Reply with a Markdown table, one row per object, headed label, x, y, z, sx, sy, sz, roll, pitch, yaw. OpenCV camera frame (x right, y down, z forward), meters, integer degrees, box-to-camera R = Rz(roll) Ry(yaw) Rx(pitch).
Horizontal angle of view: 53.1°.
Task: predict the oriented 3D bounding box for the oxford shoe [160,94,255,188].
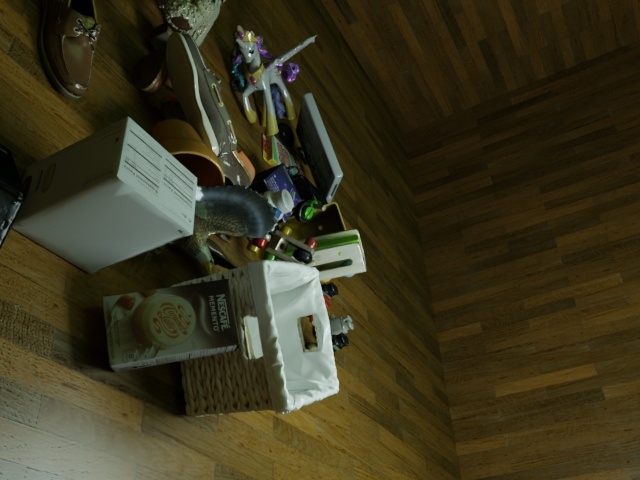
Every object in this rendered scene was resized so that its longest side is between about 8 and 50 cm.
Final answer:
| label | x | y | z | sx | sy | sz | roll | pitch | yaw |
| --- | --- | --- | --- | --- | --- | --- | --- | --- | --- |
| oxford shoe | -0.313 | -0.244 | 1.764 | 0.363 | 0.130 | 0.132 | 47 | 44 | -36 |

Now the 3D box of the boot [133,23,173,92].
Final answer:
| label | x | y | z | sx | sy | sz | roll | pitch | yaw |
| --- | --- | --- | --- | --- | --- | --- | --- | --- | --- |
| boot | -0.400 | -0.438 | 1.767 | 0.283 | 0.109 | 0.220 | -98 | 161 | -45 |

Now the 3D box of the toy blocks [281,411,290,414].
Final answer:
| label | x | y | z | sx | sy | sz | roll | pitch | yaw |
| --- | --- | --- | --- | --- | --- | --- | --- | --- | --- |
| toy blocks | -0.126 | 0.405 | 1.756 | 0.123 | 0.054 | 0.148 | 10 | 63 | -66 |

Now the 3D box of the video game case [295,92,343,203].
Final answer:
| label | x | y | z | sx | sy | sz | roll | pitch | yaw |
| --- | --- | --- | --- | --- | --- | --- | --- | --- | --- |
| video game case | -0.010 | -0.327 | 2.349 | 0.300 | 0.036 | 0.329 | 117 | -46 | -73 |

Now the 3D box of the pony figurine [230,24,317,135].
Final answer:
| label | x | y | z | sx | sy | sz | roll | pitch | yaw |
| --- | --- | --- | --- | --- | --- | --- | --- | --- | --- |
| pony figurine | -0.180 | -0.584 | 2.229 | 0.351 | 0.303 | 0.363 | -51 | 135 | -55 |

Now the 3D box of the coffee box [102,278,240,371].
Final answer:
| label | x | y | z | sx | sy | sz | roll | pitch | yaw |
| --- | --- | --- | --- | --- | --- | --- | --- | --- | --- |
| coffee box | -0.295 | 0.168 | 1.278 | 0.098 | 0.246 | 0.141 | 120 | -41 | -68 |

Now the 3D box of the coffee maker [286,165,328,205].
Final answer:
| label | x | y | z | sx | sy | sz | roll | pitch | yaw |
| --- | --- | --- | --- | --- | --- | --- | --- | --- | --- |
| coffee maker | -0.048 | -0.162 | 2.308 | 0.178 | 0.120 | 0.171 | 37 | 53 | -66 |

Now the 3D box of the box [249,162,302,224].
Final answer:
| label | x | y | z | sx | sy | sz | roll | pitch | yaw |
| --- | --- | --- | --- | --- | --- | --- | --- | --- | --- |
| box | -0.160 | -0.141 | 2.060 | 0.153 | 0.108 | 0.207 | 64 | 23 | -15 |

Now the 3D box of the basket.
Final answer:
| label | x | y | z | sx | sy | sz | roll | pitch | yaw |
| --- | --- | --- | --- | --- | --- | --- | --- | --- | --- |
| basket | -0.150 | 0.234 | 1.505 | 0.331 | 0.266 | 0.328 | 17 | 61 | -69 |

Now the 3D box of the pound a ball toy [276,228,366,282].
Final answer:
| label | x | y | z | sx | sy | sz | roll | pitch | yaw |
| --- | --- | --- | --- | --- | --- | --- | --- | --- | --- |
| pound a ball toy | -0.023 | 0.090 | 1.981 | 0.208 | 0.319 | 0.135 | -87 | 163 | -67 |

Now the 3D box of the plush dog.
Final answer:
| label | x | y | z | sx | sy | sz | roll | pitch | yaw |
| --- | --- | --- | --- | --- | --- | --- | --- | --- | --- |
| plush dog | -0.399 | -0.706 | 1.827 | 0.225 | 0.210 | 0.262 | 38 | -3 | -5 |

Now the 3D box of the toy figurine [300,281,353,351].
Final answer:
| label | x | y | z | sx | sy | sz | roll | pitch | yaw |
| --- | --- | --- | --- | --- | --- | --- | --- | --- | --- |
| toy figurine | -0.002 | 0.257 | 2.073 | 0.213 | 0.148 | 0.209 | 64 | 17 | -11 |

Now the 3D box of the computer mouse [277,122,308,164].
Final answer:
| label | x | y | z | sx | sy | sz | roll | pitch | yaw |
| --- | --- | --- | --- | --- | --- | --- | --- | --- | --- |
| computer mouse | -0.096 | -0.377 | 2.504 | 0.242 | 0.041 | 0.071 | 44 | 33 | -50 |

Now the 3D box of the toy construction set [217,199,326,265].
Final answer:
| label | x | y | z | sx | sy | sz | roll | pitch | yaw |
| --- | --- | --- | --- | --- | --- | --- | --- | --- | --- |
| toy construction set | -0.169 | 0.022 | 1.805 | 0.257 | 0.237 | 0.309 | 0 | 101 | -54 |

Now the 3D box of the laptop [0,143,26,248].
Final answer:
| label | x | y | z | sx | sy | sz | roll | pitch | yaw |
| --- | --- | --- | --- | --- | --- | --- | --- | --- | --- |
| laptop | -0.623 | -0.095 | 1.038 | 0.234 | 0.136 | 0.264 | 42 | 61 | -50 |

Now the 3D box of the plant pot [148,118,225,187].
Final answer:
| label | x | y | z | sx | sy | sz | roll | pitch | yaw |
| --- | --- | --- | --- | --- | --- | --- | --- | --- | --- |
| plant pot | -0.348 | -0.190 | 1.558 | 0.205 | 0.205 | 0.188 | 47 | 16 | -46 |

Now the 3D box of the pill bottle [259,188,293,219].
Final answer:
| label | x | y | z | sx | sy | sz | roll | pitch | yaw |
| --- | --- | --- | --- | --- | --- | --- | --- | --- | --- |
| pill bottle | -0.169 | -0.093 | 1.912 | 0.094 | 0.169 | 0.094 | 49 | 30 | -43 |

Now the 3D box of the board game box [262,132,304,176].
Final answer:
| label | x | y | z | sx | sy | sz | roll | pitch | yaw |
| --- | --- | --- | --- | --- | --- | --- | --- | --- | --- |
| board game box | -0.133 | -0.283 | 2.351 | 0.259 | 0.039 | 0.124 | 40 | 36 | -48 |

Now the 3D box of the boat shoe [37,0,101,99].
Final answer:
| label | x | y | z | sx | sy | sz | roll | pitch | yaw |
| --- | --- | --- | --- | --- | --- | --- | --- | --- | --- |
| boat shoe | -0.545 | -0.465 | 1.409 | 0.111 | 0.104 | 0.307 | 17 | 57 | -64 |

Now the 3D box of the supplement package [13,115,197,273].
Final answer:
| label | x | y | z | sx | sy | sz | roll | pitch | yaw |
| --- | --- | --- | --- | --- | --- | --- | --- | --- | --- |
| supplement package | -0.402 | -0.075 | 1.211 | 0.204 | 0.262 | 0.145 | 45 | 32 | -47 |

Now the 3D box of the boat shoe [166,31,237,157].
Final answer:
| label | x | y | z | sx | sy | sz | roll | pitch | yaw |
| --- | --- | --- | --- | --- | --- | --- | --- | --- | --- |
| boat shoe | -0.301 | -0.372 | 1.643 | 0.097 | 0.116 | 0.324 | -24 | 102 | -37 |

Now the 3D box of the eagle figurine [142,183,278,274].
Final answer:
| label | x | y | z | sx | sy | sz | roll | pitch | yaw |
| --- | --- | --- | --- | --- | --- | --- | --- | --- | --- |
| eagle figurine | -0.280 | -0.018 | 1.509 | 0.298 | 0.226 | 0.225 | -8 | 99 | -55 |

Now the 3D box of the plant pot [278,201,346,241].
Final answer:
| label | x | y | z | sx | sy | sz | roll | pitch | yaw |
| --- | --- | --- | --- | --- | --- | --- | --- | --- | --- |
| plant pot | 0.000 | 0.000 | 2.224 | 0.187 | 0.212 | 0.212 | -13 | 84 | -82 |
